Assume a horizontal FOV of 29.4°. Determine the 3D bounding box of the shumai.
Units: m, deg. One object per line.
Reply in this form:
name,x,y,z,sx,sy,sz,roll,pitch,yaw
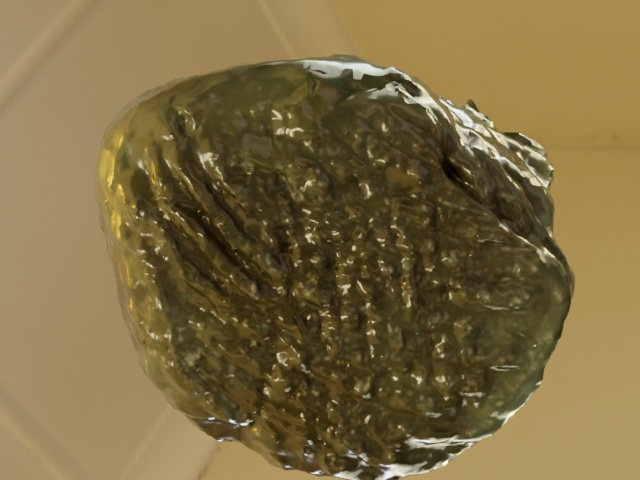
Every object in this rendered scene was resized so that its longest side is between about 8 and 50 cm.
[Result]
shumai,0.000,0.000,0.698,0.261,0.222,0.225,15,-76,-8
